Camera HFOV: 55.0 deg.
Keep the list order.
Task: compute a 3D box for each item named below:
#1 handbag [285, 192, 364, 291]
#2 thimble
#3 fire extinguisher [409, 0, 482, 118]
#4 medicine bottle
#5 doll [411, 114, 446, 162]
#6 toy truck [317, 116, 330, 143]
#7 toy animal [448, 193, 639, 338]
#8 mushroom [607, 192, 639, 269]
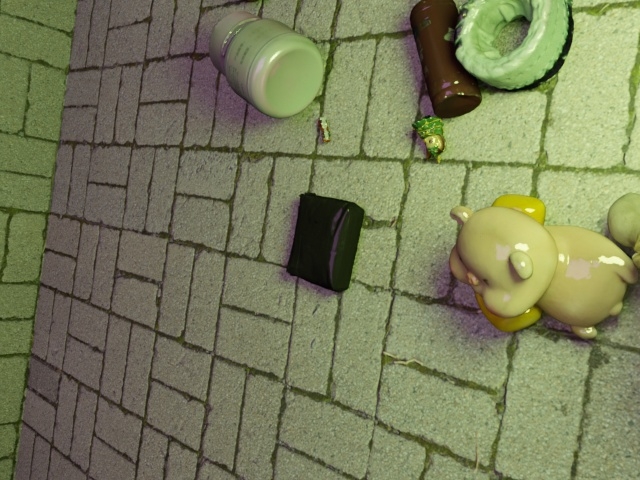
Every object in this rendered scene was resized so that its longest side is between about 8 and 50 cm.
[{"bbox_3d":[0.000,0.000,1.672,0.223,0.080,0.247,16,96,42],"label":"handbag"},{"bbox_3d":[0.411,-0.440,1.298,0.237,0.150,0.237,-6,81,41],"label":"thimble"},{"bbox_3d":[0.278,-0.463,1.432,0.114,0.135,0.337,-18,72,24],"label":"fire extinguisher"},{"bbox_3d":[-0.163,-0.512,1.760,0.302,0.241,0.241,42,113,36],"label":"medicine bottle"},{"bbox_3d":[0.277,-0.248,1.474,0.113,0.076,0.078,59,155,-5],"label":"doll"},{"bbox_3d":[0.009,-0.314,1.732,0.032,0.024,0.083,141,119,-66],"label":"toy truck"},{"bbox_3d":[0.390,0.070,1.200,0.345,0.247,0.278,39,113,37],"label":"toy animal"},{"bbox_3d":[0.569,-0.022,1.095,0.088,0.212,0.097,43,115,-13],"label":"mushroom"}]
